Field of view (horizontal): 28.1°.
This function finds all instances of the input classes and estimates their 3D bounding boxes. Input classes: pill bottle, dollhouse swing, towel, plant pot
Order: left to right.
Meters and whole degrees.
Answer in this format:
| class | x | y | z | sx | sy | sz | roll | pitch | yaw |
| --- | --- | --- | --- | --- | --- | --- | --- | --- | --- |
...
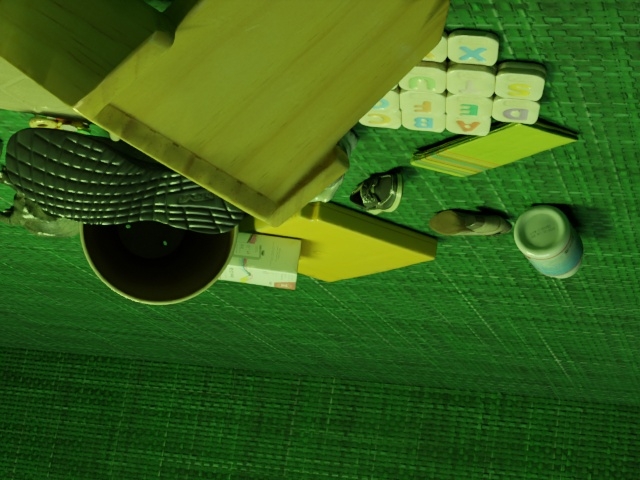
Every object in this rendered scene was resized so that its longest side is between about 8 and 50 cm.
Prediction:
| class | x | y | z | sx | sy | sz | roll | pitch | yaw |
| --- | --- | --- | --- | --- | --- | --- | --- | --- | --- |
| plant pot | -0.264 | -0.023 | 2.035 | 0.237 | 0.237 | 0.254 | 11 | 178 | -11 |
| dollhouse swing | -0.106 | -0.225 | 1.298 | 0.315 | 0.305 | 0.347 | 35 | -177 | 36 |
| towel | 0.229 | -0.126 | 1.722 | 0.102 | 0.021 | 0.237 | 11 | 165 | -30 |
| pill bottle | 0.363 | 0.007 | 2.008 | 0.087 | 0.087 | 0.160 | 2 | 163 | 24 |

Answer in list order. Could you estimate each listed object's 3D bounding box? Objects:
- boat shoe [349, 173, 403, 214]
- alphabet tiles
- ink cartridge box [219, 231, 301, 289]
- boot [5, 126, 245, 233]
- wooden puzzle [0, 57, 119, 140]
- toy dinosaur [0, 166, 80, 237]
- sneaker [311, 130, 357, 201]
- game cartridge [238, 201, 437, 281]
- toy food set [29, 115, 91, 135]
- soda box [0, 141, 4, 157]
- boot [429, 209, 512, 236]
| class | x | y | z | sx | sy | sz | roll | pitch | yaw |
| --- | --- | --- | --- | --- | --- | --- | --- | --- | --- |
| boat shoe | 0.084 | -0.069 | 1.939 | 0.049 | 0.056 | 0.152 | 7 | 166 | -15 |
| alphabet tiles | 0.122 | -0.184 | 1.527 | 0.284 | 0.021 | 0.278 | 5 | 163 | 6 |
| ink cartridge box | -0.136 | 0.031 | 2.233 | 0.198 | 0.067 | 0.115 | 8 | 164 | 0 |
| boot | -0.261 | -0.097 | 1.800 | 0.338 | 0.118 | 0.223 | 16 | -164 | -8 |
| wooden puzzle | -0.407 | -0.239 | 1.548 | 0.347 | 0.081 | 0.322 | 14 | 165 | -3 |
| toy dinosaur | -0.473 | -0.047 | 2.216 | 0.160 | 0.121 | 0.313 | 18 | 164 | 17 |
| sneaker | -0.019 | -0.120 | 1.691 | 0.103 | 0.111 | 0.252 | 2 | 164 | 23 |
| game cartridge | 0.000 | 0.000 | 2.278 | 0.285 | 0.053 | 0.323 | 18 | 160 | -32 |
| toy food set | -0.380 | -0.171 | 1.882 | 0.083 | 0.020 | 0.082 | 21 | 161 | -39 |
| soda box | -0.645 | -0.132 | 2.038 | 0.263 | 0.092 | 0.083 | 4 | 164 | 18 |
| boot | 0.245 | -0.023 | 2.062 | 0.087 | 0.042 | 0.118 | 11 | 174 | -40 |
